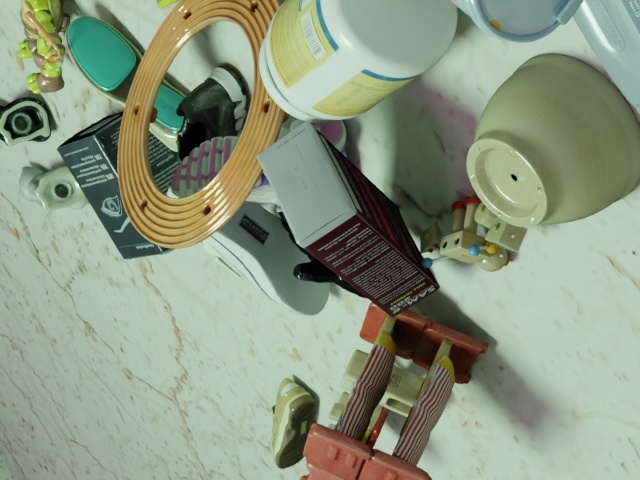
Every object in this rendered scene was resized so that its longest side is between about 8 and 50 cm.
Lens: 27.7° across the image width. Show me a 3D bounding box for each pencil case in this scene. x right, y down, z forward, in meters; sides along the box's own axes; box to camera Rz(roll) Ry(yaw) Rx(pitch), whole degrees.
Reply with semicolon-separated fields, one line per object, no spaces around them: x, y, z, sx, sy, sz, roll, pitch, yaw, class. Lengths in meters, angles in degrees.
0.113;-0.259;1.090;0.124;0.113;0.273;48;-179;-37;pencil case

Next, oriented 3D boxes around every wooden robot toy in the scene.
0.182;0.000;1.426;0.079;0.076;0.173;25;161;-23;wooden robot toy

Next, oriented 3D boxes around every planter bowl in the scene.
0.207;-0.080;1.228;0.162;0.109;0.162;36;146;29;planter bowl

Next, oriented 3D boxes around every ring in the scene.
-0.136;-0.152;1.535;0.337;0.032;0.336;-22;60;45;ring

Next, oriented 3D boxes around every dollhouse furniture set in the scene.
0.078;0.250;1.676;0.152;0.201;0.374;24;153;6;dollhouse furniture set

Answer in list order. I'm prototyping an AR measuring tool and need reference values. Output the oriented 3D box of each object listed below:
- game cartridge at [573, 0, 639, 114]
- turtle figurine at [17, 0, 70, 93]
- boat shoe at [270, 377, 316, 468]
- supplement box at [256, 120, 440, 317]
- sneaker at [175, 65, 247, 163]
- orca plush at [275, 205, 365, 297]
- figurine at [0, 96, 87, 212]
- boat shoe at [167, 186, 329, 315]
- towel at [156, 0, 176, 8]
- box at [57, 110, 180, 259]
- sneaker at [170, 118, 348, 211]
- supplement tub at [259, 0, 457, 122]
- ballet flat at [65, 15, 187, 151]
0.280;-0.210;1.038;0.196;0.060;0.294;-18;106;57;game cartridge
-0.418;-0.332;1.905;0.269;0.087;0.217;56;159;21;turtle figurine
-0.050;0.288;2.076;0.072;0.068;0.190;50;144;32;boat shoe
0.035;-0.018;1.434;0.239;0.073;0.130;39;-159;-54;supplement box
-0.142;-0.112;1.715;0.078;0.106;0.234;32;145;36;sneaker
0.000;0.000;1.630;0.287;0.102;0.151;45;150;15;orca plush
-0.506;-0.146;2.257;0.209;0.092;0.214;13;133;61;figurine
-0.097;0.008;1.729;0.267;0.096;0.088;38;157;-31;boat shoe
-0.228;-0.407;1.613;0.102;0.021;0.237;-14;109;54;towel
-0.275;-0.085;1.939;0.153;0.108;0.207;-6;117;58;box
-0.066;-0.076;1.585;0.236;0.095;0.104;-12;138;19;sneaker
0.031;-0.206;1.312;0.144;0.144;0.200;56;151;-4;supplement tub
-0.261;-0.214;1.818;0.248;0.086;0.086;44;150;15;ballet flat
